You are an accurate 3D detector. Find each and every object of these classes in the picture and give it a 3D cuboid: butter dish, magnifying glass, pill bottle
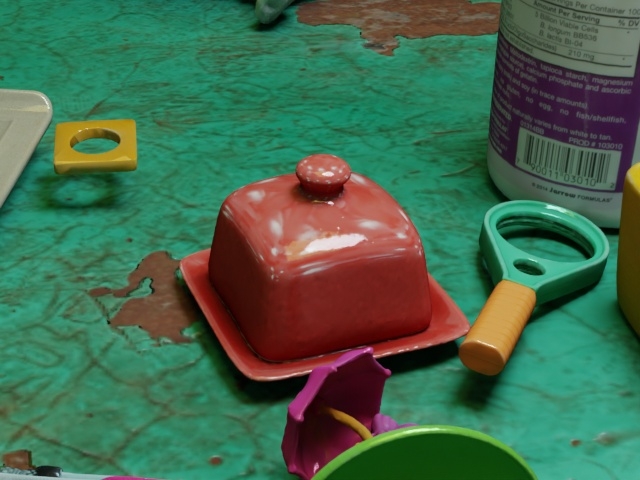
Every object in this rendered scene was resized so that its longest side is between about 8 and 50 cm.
[{"bbox_3d":[0.000,0.000,0.809,0.160,0.118,0.160,-11,34,-19],"label":"butter dish"},{"bbox_3d":[0.137,0.026,0.839,0.092,0.026,0.231,20,30,14],"label":"magnifying glass"},{"bbox_3d":[0.219,-0.175,0.932,0.169,0.301,0.169,1,31,-1],"label":"pill bottle"}]

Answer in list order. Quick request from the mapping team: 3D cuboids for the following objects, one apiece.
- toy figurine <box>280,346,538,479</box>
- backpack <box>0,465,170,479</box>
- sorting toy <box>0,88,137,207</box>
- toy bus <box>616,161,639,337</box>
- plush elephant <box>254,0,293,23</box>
[{"bbox_3d":[0.047,0.119,0.642,0.173,0.130,0.159,17,17,-18],"label":"toy figurine"},{"bbox_3d":[-0.114,0.188,0.420,0.254,0.191,0.225,-2,33,8],"label":"backpack"},{"bbox_3d":[-0.311,-0.052,0.954,0.348,0.047,0.196,3,35,3],"label":"sorting toy"},{"bbox_3d":[0.291,0.065,0.717,0.130,0.108,0.332,-14,34,-16],"label":"toy bus"},{"bbox_3d":[-0.076,-0.372,1.327,0.330,0.255,0.272,5,21,21],"label":"plush elephant"}]
